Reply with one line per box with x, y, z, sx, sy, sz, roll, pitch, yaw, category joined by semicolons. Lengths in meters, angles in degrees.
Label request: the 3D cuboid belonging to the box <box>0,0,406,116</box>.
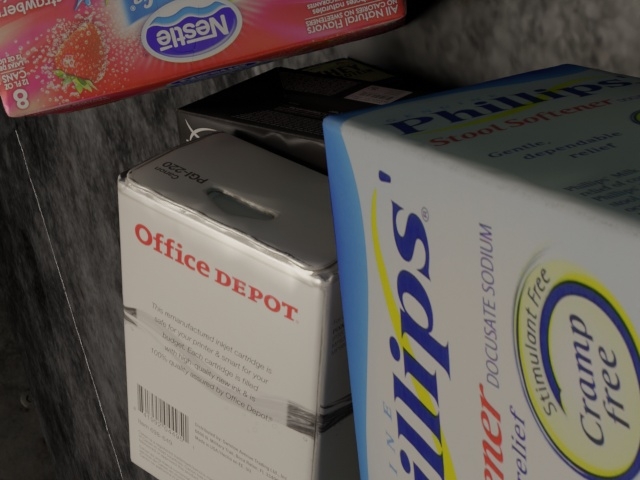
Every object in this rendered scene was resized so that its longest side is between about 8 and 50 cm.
-0.080;-0.166;0.721;0.128;0.257;0.123;-66;-37;-81;box

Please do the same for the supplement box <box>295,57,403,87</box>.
0.019;-0.084;0.834;0.083;0.056;0.083;32;134;55;supplement box

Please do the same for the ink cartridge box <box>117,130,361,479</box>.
-0.036;0.064;0.675;0.158;0.092;0.218;25;129;31;ink cartridge box

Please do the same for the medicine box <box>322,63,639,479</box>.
0.135;0.082;0.464;0.289;0.149;0.263;29;129;61;medicine box

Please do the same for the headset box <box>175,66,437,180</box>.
0.032;0.049;0.754;0.218;0.110;0.293;16;123;37;headset box
